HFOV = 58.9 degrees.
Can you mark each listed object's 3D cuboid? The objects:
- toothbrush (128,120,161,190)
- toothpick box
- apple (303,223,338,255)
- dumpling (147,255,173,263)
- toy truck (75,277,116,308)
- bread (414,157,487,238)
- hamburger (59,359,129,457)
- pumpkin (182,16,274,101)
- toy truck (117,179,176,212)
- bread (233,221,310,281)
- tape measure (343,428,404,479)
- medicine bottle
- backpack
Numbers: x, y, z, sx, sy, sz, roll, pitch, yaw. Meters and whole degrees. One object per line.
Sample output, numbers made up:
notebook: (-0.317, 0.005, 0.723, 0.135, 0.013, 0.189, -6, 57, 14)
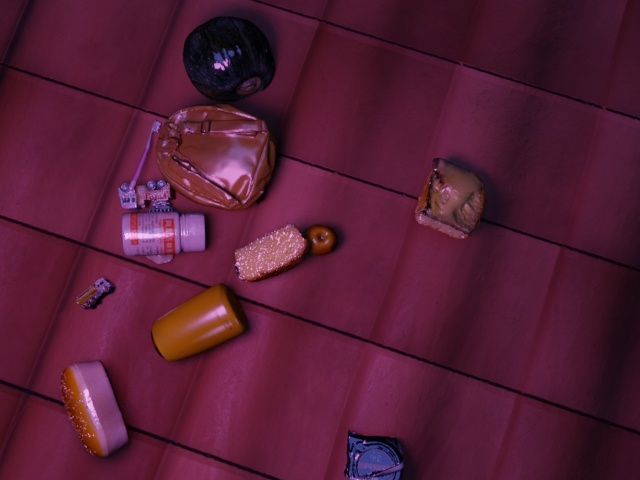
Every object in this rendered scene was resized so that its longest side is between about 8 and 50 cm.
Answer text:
toothbrush: (-0.577, -0.283, 1.867, 0.025, 0.020, 0.286, 14, 62, -4)
toothpick box: (-0.384, 0.264, 1.763, 0.271, 0.175, 0.175, -26, 83, 1)
apple: (0.000, 0.000, 1.827, 0.114, 0.102, 0.099, 14, 82, 1)
dumpling: (-0.527, 0.047, 1.861, 0.076, 0.057, 0.052, -11, 121, 22)
toy truck: (-0.731, 0.173, 1.838, 0.123, 0.052, 0.063, -41, 78, -3)
bread: (0.416, -0.113, 1.812, 0.204, 0.162, 0.262, 21, 61, 5)
hamburger: (-0.685, 0.507, 1.711, 0.151, 0.227, 0.295, -17, 79, -25)
pumpkin: (-0.310, -0.620, 1.868, 0.293, 0.197, 0.263, -22, 80, -5)
toy truck: (-0.568, -0.134, 1.864, 0.178, 0.080, 0.115, -5, 88, -1)
bread: (-0.142, 0.046, 1.806, 0.260, 0.134, 0.129, -24, 73, 12)
tape measure: (0.162, 0.684, 1.733, 0.182, 0.107, 0.181, 8, 80, 2)
medicine bottle: (-0.494, -0.023, 1.797, 0.252, 0.144, 0.144, -3, 82, -17)
backpack: (-0.327, -0.279, 1.818, 0.378, 0.201, 0.353, 25, 85, 1)
